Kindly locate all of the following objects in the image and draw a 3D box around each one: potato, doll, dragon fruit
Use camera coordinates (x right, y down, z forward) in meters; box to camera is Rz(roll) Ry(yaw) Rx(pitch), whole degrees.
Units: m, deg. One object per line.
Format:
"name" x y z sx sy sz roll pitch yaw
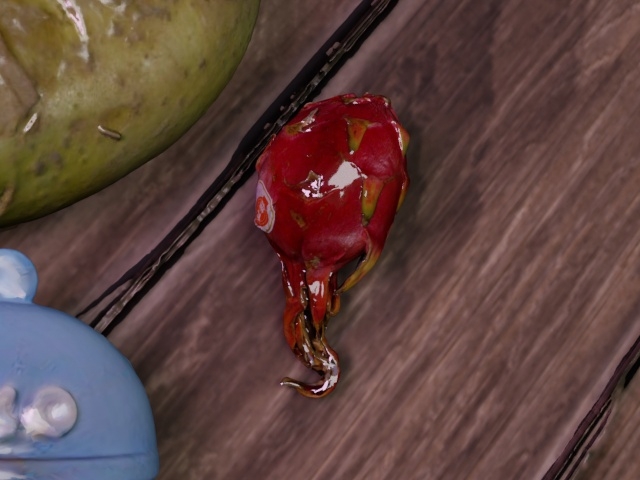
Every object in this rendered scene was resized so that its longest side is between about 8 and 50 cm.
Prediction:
"potato" -0.160 -0.107 0.839 0.298 0.141 0.176 -32 107 -29
"doll" -0.172 0.161 0.792 0.177 0.141 0.314 2 85 -24
"dragon fruit" 0.000 0.000 0.913 0.094 0.094 0.190 12 90 -19
